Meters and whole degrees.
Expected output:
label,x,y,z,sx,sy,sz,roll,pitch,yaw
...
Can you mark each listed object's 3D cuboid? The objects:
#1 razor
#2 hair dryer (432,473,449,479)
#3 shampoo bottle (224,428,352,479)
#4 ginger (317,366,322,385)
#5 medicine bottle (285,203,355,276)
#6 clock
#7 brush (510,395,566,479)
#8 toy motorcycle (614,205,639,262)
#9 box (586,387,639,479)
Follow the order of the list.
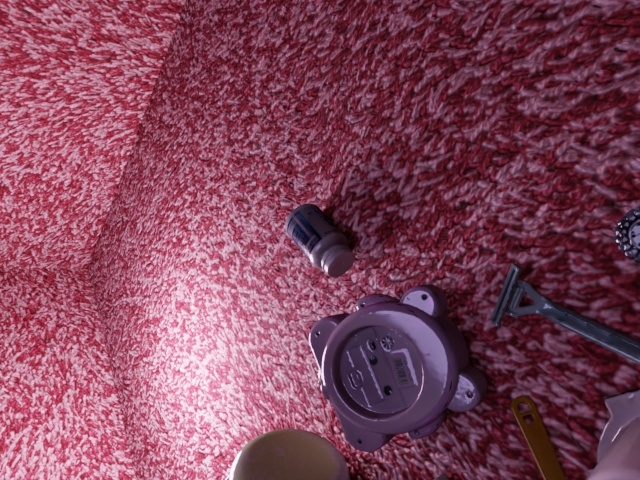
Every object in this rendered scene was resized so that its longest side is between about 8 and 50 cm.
label,x,y,z,sx,sy,sz,roll,pitch,yaw
razor,0.416,0.138,0.707,0.278,0.056,0.111,27,108,37
hair dryer,0.226,0.533,0.898,0.082,0.047,0.137,58,135,33
shampoo bottle,-0.073,0.623,1.014,0.322,0.323,0.317,23,118,46
ginger,0.045,0.279,1.091,0.096,0.067,0.165,36,101,43
medicine bottle,0.000,0.000,1.118,0.191,0.107,0.107,49,122,37
clock,0.146,0.252,0.919,0.322,0.113,0.295,-32,72,31
brush,0.378,0.387,0.723,0.103,0.013,0.272,-18,62,4
toy motorcycle,0.520,0.062,0.551,0.173,0.108,0.307,-41,61,32
box,0.426,0.355,0.552,0.262,0.206,0.291,30,114,45
